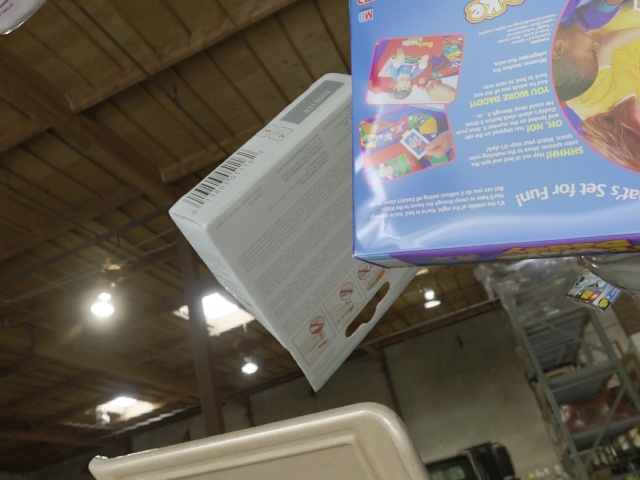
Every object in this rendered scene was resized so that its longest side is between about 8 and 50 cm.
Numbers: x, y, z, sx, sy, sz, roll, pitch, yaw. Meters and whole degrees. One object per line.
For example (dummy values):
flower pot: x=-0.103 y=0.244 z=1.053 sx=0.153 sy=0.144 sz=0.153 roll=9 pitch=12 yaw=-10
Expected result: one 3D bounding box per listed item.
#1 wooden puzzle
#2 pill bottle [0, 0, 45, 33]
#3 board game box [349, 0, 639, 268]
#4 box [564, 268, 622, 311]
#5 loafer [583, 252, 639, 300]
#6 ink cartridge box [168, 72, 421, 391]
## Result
wooden puzzle: x=-0.016 y=0.211 z=0.404 sx=0.239 sy=0.044 sz=0.221 roll=-16 pitch=-67 yaw=22
pill bottle: x=-0.519 y=-0.440 z=0.764 sx=0.169 sy=0.169 sz=0.301 roll=-26 pitch=-39 yaw=20
board game box: x=0.193 y=-0.108 z=0.417 sx=0.347 sy=0.233 sz=0.078 roll=-5 pitch=-11 yaw=28
box: x=0.497 y=0.078 z=1.016 sx=0.094 sy=0.027 sz=0.137 roll=-49 pitch=-3 yaw=3
loafer: x=0.376 y=0.038 z=0.580 sx=0.112 sy=0.111 sz=0.319 roll=-35 pitch=3 yaw=3
ink cartridge box: x=0.000 y=0.000 z=0.858 sx=0.308 sy=0.091 sz=0.385 roll=-46 pitch=-45 yaw=-22
